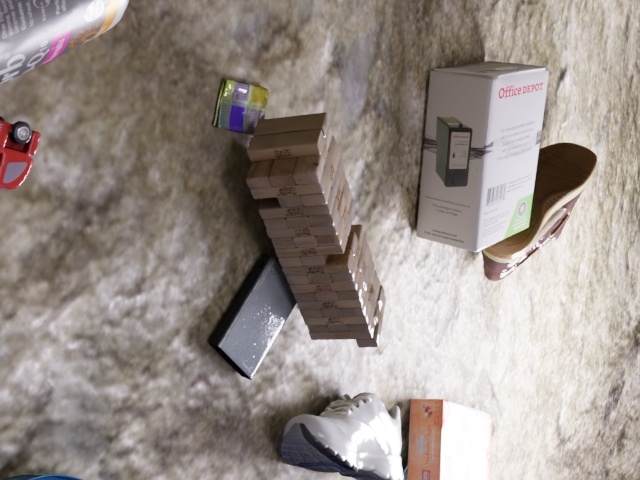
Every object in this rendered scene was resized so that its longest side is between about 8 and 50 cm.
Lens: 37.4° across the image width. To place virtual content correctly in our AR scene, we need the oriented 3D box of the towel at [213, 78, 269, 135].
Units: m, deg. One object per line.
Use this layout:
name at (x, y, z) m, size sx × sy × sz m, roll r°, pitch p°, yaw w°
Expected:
towel at (-0.091, -0.156, 1.111) m, size 0.083 × 0.009 × 0.060 m, roll 5°, pitch 99°, yaw -55°

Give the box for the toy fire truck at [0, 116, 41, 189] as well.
toy fire truck at (-0.331, -0.054, 0.785) m, size 0.192 × 0.047 × 0.135 m, roll 16°, pitch 90°, yaw -56°

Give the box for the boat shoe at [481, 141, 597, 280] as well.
boat shoe at (0.399, -0.053, 1.752) m, size 0.342 × 0.123 × 0.123 m, roll -48°, pitch 151°, yaw -33°

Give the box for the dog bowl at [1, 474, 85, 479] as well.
dog bowl at (-0.317, 0.360, 0.908) m, size 0.166 × 0.074 × 0.297 m, roll 44°, pitch 65°, yaw -33°

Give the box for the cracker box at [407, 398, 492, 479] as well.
cracker box at (0.234, 0.371, 1.678) m, size 0.232 × 0.067 × 0.156 m, roll 26°, pitch 64°, yaw -54°

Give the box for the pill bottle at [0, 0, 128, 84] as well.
pill bottle at (-0.288, -0.181, 0.696) m, size 0.278 × 0.162 × 0.162 m, roll -40°, pitch 133°, yaw -38°

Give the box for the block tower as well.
block tower at (0.000, 0.000, 1.198) m, size 0.091 × 0.097 × 0.335 m, roll -75°, pitch 153°, yaw -42°

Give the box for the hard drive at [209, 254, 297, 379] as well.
hard drive at (-0.082, 0.099, 1.210) m, size 0.135 × 0.022 × 0.094 m, roll -59°, pitch 142°, yaw -21°

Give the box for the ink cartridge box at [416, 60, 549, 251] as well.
ink cartridge box at (0.259, -0.142, 1.510) m, size 0.198 × 0.114 × 0.273 m, roll -19°, pitch 118°, yaw -50°

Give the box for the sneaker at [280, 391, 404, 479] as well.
sneaker at (0.034, 0.281, 1.395) m, size 0.297 × 0.111 × 0.129 m, roll 33°, pitch 60°, yaw -58°

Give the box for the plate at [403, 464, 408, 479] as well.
plate at (0.158, 0.462, 1.681) m, size 0.188 × 0.024 × 0.188 m, roll -24°, pitch 122°, yaw -47°
